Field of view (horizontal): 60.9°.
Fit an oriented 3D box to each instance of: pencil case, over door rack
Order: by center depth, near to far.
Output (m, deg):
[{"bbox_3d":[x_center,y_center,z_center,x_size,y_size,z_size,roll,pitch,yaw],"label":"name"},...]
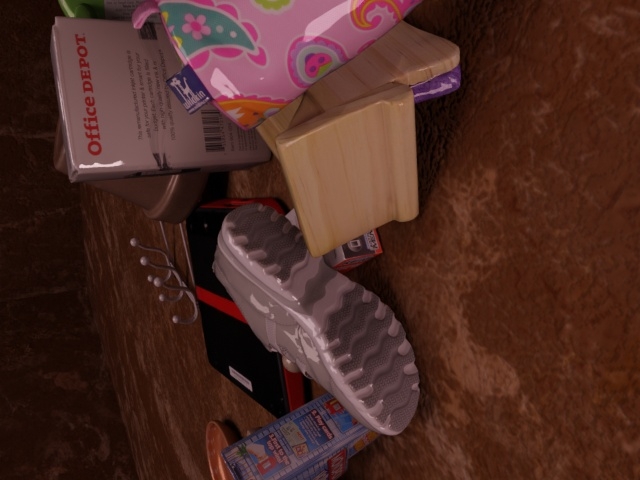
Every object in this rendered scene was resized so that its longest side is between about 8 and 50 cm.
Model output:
[{"bbox_3d":[0.016,-0.195,0.365,0.284,0.124,0.124,-34,58,10],"label":"pencil case"},{"bbox_3d":[-0.357,0.000,1.239,0.239,0.108,0.324,37,129,50],"label":"over door rack"}]

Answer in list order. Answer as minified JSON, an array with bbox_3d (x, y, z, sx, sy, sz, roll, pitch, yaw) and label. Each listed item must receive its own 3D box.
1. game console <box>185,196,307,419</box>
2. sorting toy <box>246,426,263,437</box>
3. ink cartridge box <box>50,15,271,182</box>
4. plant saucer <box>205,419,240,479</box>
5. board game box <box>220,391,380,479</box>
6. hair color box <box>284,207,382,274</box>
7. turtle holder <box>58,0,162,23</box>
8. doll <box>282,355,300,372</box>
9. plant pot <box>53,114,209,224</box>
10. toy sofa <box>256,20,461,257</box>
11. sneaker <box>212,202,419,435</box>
[{"bbox_3d":[-0.135,0.099,0.937,0.386,0.060,0.341,7,107,60],"label":"game console"},{"bbox_3d":[-0.008,0.423,0.749,0.257,0.089,0.255,26,120,56],"label":"sorting toy"},{"bbox_3d":[-0.227,-0.196,0.782,0.115,0.273,0.198,-4,94,61],"label":"ink cartridge box"},{"bbox_3d":[-0.193,0.476,1.147,0.200,0.037,0.200,26,120,57],"label":"plant saucer"},{"bbox_3d":[0.001,0.233,0.616,0.060,0.194,0.194,51,160,31],"label":"board game box"},{"bbox_3d":[0.000,0.000,0.658,0.167,0.053,0.093,-36,67,60],"label":"hair color box"},{"bbox_3d":[-0.318,-0.440,0.905,0.320,0.243,0.227,56,175,-5],"label":"turtle holder"},{"bbox_3d":[-0.003,0.124,0.698,0.129,0.046,0.189,56,144,15],"label":"doll"},{"bbox_3d":[-0.346,-0.175,0.985,0.263,0.229,0.263,-19,67,54],"label":"plant pot"},{"bbox_3d":[-0.017,-0.173,0.578,0.362,0.177,0.150,56,166,38],"label":"toy sofa"},{"bbox_3d":[-0.008,0.089,0.585,0.281,0.105,0.115,50,139,8],"label":"sneaker"}]
